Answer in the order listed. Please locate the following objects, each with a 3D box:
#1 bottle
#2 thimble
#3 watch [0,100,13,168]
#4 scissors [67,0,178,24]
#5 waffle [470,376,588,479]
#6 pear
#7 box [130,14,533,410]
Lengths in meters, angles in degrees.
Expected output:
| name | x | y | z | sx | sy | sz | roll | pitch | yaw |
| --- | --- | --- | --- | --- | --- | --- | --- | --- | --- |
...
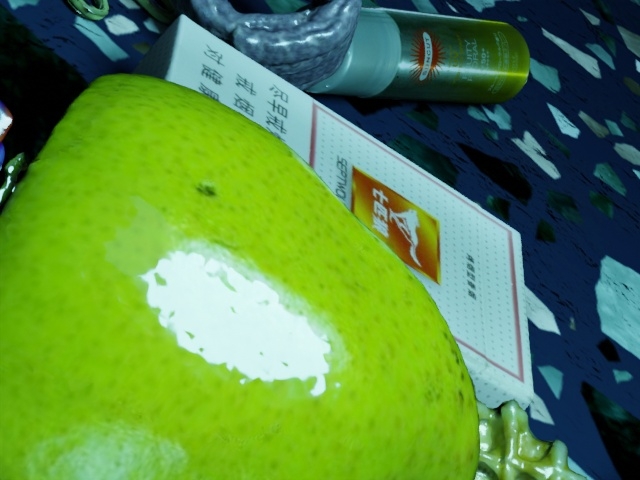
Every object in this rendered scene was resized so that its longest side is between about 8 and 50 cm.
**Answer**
| name | x | y | z | sx | sy | sz | roll | pitch | yaw |
| --- | --- | --- | --- | --- | --- | --- | --- | --- | --- |
| bottle | 0.081 | -0.167 | 1.705 | 0.286 | 0.082 | 0.082 | -3 | 52 | -51 |
| thimble | -0.041 | -0.191 | 1.519 | 0.150 | 0.098 | 0.150 | 3 | 66 | -6 |
| watch | -0.304 | -0.025 | 0.962 | 0.200 | 0.171 | 0.196 | 40 | 43 | -4 |
| scissors | -0.195 | -0.248 | 1.538 | 0.187 | 0.020 | 0.133 | 55 | 28 | 17 |
| waffle | 0.092 | 0.190 | 1.240 | 0.204 | 0.054 | 0.223 | -30 | 72 | -34 |
| pear | -0.054 | 0.076 | 1.077 | 0.318 | 0.238 | 0.342 | 31 | 31 | -5 |
| box | 0.000 | 0.000 | 1.378 | 0.330 | 0.095 | 0.210 | 31 | 32 | -18 |
